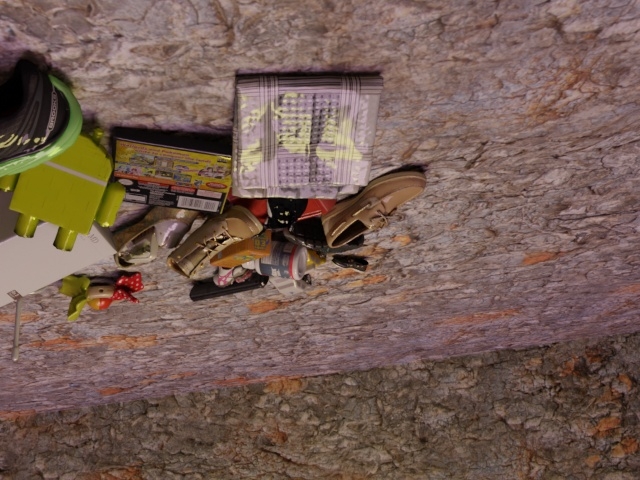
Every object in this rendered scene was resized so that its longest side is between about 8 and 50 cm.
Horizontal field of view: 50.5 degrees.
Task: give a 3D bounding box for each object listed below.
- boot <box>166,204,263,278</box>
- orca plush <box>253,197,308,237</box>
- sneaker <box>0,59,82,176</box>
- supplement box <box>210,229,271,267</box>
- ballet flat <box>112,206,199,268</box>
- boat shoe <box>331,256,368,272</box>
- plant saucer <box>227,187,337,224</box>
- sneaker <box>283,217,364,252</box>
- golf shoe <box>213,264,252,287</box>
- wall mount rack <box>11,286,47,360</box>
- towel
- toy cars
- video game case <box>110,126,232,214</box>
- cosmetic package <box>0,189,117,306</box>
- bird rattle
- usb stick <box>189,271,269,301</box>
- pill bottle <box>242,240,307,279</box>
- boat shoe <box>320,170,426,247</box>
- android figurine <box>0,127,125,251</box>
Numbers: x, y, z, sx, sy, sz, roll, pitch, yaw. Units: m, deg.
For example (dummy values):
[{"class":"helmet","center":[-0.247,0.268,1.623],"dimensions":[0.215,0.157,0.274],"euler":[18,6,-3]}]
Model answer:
[{"class":"boot","center":[-0.275,0.007,1.728],"dimensions":[0.262,0.203,0.095],"euler":[-1,129,54]},{"class":"orca plush","center":[-0.100,-0.062,1.702],"dimensions":[0.151,0.102,0.287],"euler":[8,151,-31]},{"class":"sneaker","center":[-0.680,-0.169,1.231],"dimensions":[0.482,0.185,0.202],"euler":[-37,142,-12]},{"class":"supplement box","center":[-0.230,0.020,1.928],"dimensions":[0.078,0.080,0.233],"euler":[10,161,-33]},{"class":"ballet flat","center":[-0.433,-0.015,1.802],"dimensions":[0.348,0.123,0.123],"euler":[-25,150,32]},{"class":"boat shoe","center":[0.098,0.072,2.244],"dimensions":[0.133,0.049,0.042],"euler":[14,120,-26]},{"class":"plant saucer","center":[-0.108,-0.107,1.785],"dimensions":[0.259,0.048,0.258],"euler":[-13,155,13]},{"class":"sneaker","center":[0.000,0.000,1.986],"dimensions":[0.267,0.101,0.106],"euler":[9,153,-32]},{"class":"golf shoe","center":[-0.292,0.095,2.164],"dimensions":[0.186,0.067,0.086],"euler":[-20,113,48]},{"class":"wall mount rack","center":[-0.927,0.170,1.834],"dimensions":[0.350,0.304,0.130],"euler":[8,122,-31]},{"class":"towel","center":[-0.035,-0.210,1.467],"dimensions":[0.312,0.056,0.324],"euler":[-3,137,-11]},{"class":"toy cars","center":[-0.075,0.107,2.208],"dimensions":[0.176,0.087,0.394],"euler":[-1,154,-15]},{"class":"video game case","center":[-0.343,-0.154,1.573],"dimensions":[0.274,0.035,0.248],"euler":[7,149,-15]},{"class":"cosmetic package","center":[-0.701,0.004,1.571],"dimensions":[0.385,0.156,0.217],"euler":[-25,149,-3]},{"class":"bird rattle","center":[-0.695,0.166,2.161],"dimensions":[0.253,0.143,0.207],"euler":[-12,170,-23]},{"class":"usb stick","center":[-0.304,0.152,2.241],"dimensions":[0.278,0.077,0.045],"euler":[-12,114,18]},{"class":"pill bottle","center":[-0.138,0.054,2.013],"dimensions":[0.180,0.108,0.108],"euler":[7,159,16]},{"class":"boat shoe","center":[0.150,-0.079,1.844],"dimensions":[0.341,0.110,0.121],"euler":[-28,149,36]},{"class":"android figurine","center":[-0.537,-0.120,1.418],"dimensions":[0.248,0.273,0.056],"euler":[19,-168,-14]}]
